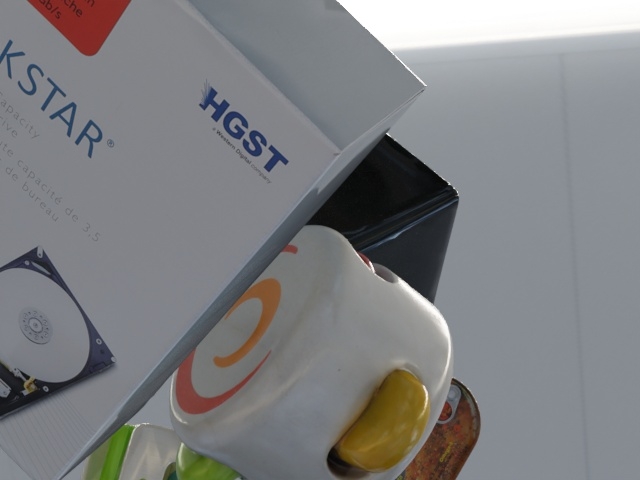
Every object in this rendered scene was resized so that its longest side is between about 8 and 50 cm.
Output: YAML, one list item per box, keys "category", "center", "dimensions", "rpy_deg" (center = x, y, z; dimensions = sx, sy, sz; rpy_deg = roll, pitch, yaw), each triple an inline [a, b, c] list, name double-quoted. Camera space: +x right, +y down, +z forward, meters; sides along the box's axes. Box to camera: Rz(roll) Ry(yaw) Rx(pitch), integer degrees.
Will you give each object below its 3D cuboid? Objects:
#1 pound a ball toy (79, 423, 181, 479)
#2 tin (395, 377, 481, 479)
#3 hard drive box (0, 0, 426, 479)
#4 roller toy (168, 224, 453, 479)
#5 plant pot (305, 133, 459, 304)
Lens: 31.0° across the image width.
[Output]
- category: "pound a ball toy"
  center: [-0.184, 0.361, 1.219]
  dimensions: [0.208, 0.136, 0.319]
  rpy_deg: [-11, -117, 58]
- category: "tin"
  center: [0.100, 0.234, 1.267]
  dimensions: [0.106, 0.040, 0.189]
  rpy_deg: [35, -104, -9]
- category: "hard drive box"
  center: [-0.102, -0.036, 0.481]
  dimensions: [0.181, 0.089, 0.232]
  rpy_deg: [44, -57, 3]
- category: "roller toy"
  center: [-0.002, 0.098, 0.852]
  dimensions: [0.146, 0.191, 0.209]
  rpy_deg: [37, -46, -24]
- category: "plant pot"
  center: [0.000, 0.000, 1.141]
  dimensions: [0.187, 0.167, 0.188]
  rpy_deg: [43, -33, 29]
